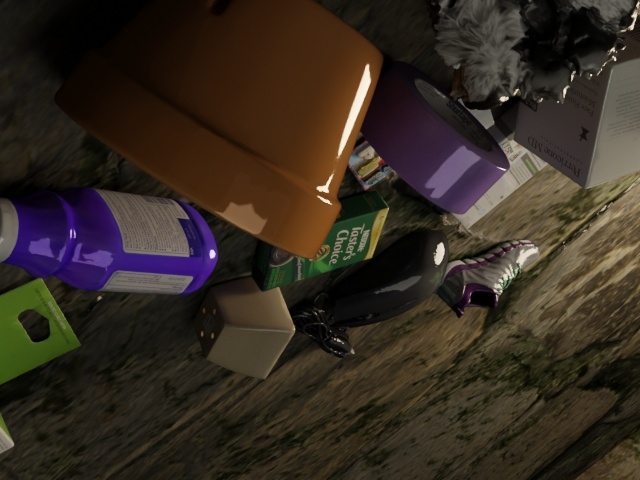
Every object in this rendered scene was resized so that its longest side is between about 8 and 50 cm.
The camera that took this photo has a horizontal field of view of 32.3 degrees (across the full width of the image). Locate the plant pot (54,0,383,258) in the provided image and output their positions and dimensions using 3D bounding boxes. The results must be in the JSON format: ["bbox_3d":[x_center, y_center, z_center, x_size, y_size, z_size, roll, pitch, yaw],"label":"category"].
[{"bbox_3d":[-0.074,-0.143,1.055,0.203,0.291,0.291,-57,146,5],"label":"plant pot"}]

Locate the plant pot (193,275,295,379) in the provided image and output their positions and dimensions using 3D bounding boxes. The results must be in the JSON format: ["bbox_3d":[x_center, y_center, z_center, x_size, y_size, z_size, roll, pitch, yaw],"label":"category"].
[{"bbox_3d":[-0.113,0.116,1.529,0.096,0.109,0.109,7,131,-31],"label":"plant pot"}]

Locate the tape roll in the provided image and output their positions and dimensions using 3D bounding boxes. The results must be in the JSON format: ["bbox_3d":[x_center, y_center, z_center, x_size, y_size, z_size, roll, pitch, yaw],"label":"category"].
[{"bbox_3d":[0.134,-0.125,1.339,0.080,0.189,0.189,-48,147,20],"label":"tape roll"}]

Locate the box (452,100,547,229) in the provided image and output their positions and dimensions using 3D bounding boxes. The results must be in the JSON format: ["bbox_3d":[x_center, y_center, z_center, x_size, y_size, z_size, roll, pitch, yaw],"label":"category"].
[{"bbox_3d":[0.255,-0.109,1.624,0.186,0.038,0.145,-41,148,8],"label":"box"}]

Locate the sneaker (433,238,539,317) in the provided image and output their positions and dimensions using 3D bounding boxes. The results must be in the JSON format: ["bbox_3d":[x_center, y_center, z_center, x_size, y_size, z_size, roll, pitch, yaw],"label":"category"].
[{"bbox_3d":[0.290,0.071,1.849,0.224,0.098,0.083,-18,145,-26],"label":"sneaker"}]

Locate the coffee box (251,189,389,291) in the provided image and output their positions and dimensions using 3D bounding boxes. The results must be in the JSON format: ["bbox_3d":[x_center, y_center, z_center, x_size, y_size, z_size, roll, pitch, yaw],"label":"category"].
[{"bbox_3d":[0.000,0.000,1.527,0.184,0.040,0.113,-16,144,-28],"label":"coffee box"}]

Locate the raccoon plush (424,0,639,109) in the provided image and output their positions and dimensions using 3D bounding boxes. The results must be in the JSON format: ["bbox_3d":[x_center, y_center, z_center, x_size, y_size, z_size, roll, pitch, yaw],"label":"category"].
[{"bbox_3d":[0.173,-0.345,1.157,0.216,0.299,0.446,-22,118,8],"label":"raccoon plush"}]

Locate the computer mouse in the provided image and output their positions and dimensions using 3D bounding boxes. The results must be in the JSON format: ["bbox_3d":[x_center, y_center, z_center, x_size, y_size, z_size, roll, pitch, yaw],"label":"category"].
[{"bbox_3d":[0.099,0.090,1.718,0.272,0.072,0.188,-37,148,4],"label":"computer mouse"}]

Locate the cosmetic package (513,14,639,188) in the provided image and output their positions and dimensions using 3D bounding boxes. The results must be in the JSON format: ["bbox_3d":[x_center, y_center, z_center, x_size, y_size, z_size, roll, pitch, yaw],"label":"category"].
[{"bbox_3d":[0.372,-0.195,1.472,0.151,0.151,0.183,-17,129,-27],"label":"cosmetic package"}]

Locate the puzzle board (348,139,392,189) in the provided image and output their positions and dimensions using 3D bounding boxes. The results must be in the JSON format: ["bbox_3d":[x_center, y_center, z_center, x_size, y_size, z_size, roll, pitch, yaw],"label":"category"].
[{"bbox_3d":[0.097,-0.125,1.477,0.128,0.011,0.096,-37,149,2],"label":"puzzle board"}]

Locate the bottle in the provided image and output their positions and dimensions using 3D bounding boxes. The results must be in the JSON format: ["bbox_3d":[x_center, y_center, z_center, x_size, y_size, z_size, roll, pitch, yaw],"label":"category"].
[{"bbox_3d":[-0.246,-0.001,1.214,0.283,0.118,0.092,6,131,-49],"label":"bottle"}]

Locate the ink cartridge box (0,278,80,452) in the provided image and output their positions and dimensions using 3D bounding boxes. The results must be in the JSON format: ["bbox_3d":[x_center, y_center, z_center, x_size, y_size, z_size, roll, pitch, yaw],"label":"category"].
[{"bbox_3d":[-0.411,0.176,1.323,0.255,0.097,0.188,-27,148,-11],"label":"ink cartridge box"}]

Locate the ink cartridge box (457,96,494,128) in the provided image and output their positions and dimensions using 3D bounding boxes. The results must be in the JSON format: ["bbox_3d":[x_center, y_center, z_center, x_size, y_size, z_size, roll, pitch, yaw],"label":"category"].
[{"bbox_3d":[0.192,-0.177,1.479,0.063,0.029,0.115,-34,148,-1],"label":"ink cartridge box"}]
